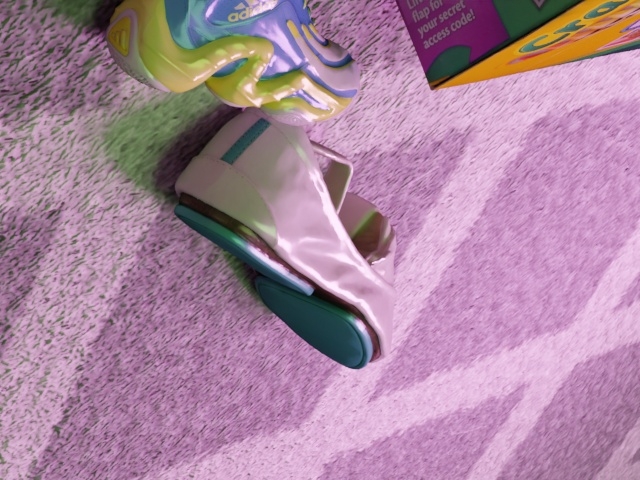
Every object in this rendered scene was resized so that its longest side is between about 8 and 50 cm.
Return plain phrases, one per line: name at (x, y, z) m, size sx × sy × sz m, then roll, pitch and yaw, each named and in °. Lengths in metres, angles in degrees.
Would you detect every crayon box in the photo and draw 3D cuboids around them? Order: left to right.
crayon box at (0.286, -0.245, 1.270) m, size 0.313 × 0.106 × 0.363 m, roll -17°, pitch 172°, yaw -44°

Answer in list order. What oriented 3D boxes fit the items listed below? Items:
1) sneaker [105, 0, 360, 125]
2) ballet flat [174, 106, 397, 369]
sneaker at (-0.031, -0.153, 1.145) m, size 0.240 × 0.091 × 0.126 m, roll -1°, pitch 131°, yaw -53°
ballet flat at (0.000, 0.000, 1.402) m, size 0.139 × 0.139 × 0.400 m, roll -43°, pitch 153°, yaw -2°
